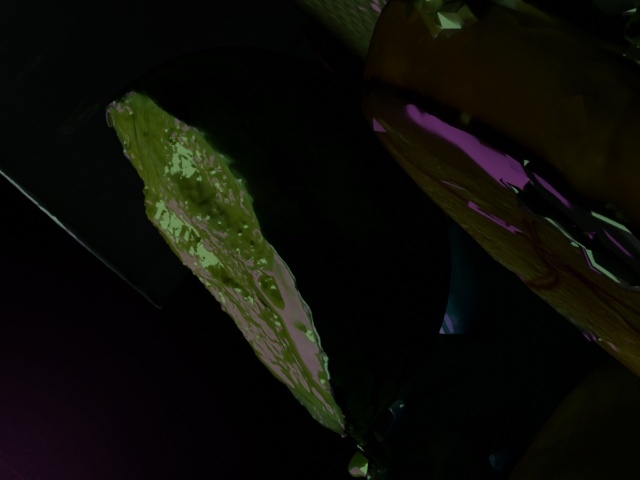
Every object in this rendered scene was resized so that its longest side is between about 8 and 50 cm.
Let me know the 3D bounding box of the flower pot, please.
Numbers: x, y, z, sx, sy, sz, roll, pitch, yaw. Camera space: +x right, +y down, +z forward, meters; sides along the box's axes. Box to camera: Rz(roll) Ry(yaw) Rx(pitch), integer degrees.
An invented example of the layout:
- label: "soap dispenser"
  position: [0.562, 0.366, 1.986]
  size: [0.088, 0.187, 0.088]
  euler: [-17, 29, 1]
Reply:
- label: "flower pot"
  position: [-0.126, -0.124, 1.303]
  size: [0.265, 0.243, 0.265]
  euler: [43, 175, 5]

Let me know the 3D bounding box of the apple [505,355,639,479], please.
- label: "apple"
  position: [0.216, 0.179, 0.937]
  size: [0.301, 0.301, 0.301]
  euler: [42, 176, 3]

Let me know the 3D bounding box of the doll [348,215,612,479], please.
- label: "doll"
  position: [0.119, 0.101, 1.160]
  size: [0.346, 0.341, 0.099]
  euler: [31, 145, -10]

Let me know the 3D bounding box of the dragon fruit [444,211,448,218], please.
- label: "dragon fruit"
  position: [0.065, 0.002, 1.502]
  size: [0.218, 0.148, 0.224]
  euler: [42, 177, -25]

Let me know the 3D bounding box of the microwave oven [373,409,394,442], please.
- label: "microwave oven"
  position: [0.151, 0.107, 1.392]
  size: [0.129, 0.205, 0.163]
  euler: [38, 174, 44]

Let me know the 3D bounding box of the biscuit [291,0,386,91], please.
- label: "biscuit"
  position: [0.042, -0.114, 0.935]
  size: [0.144, 0.078, 0.426]
  euler: [42, 176, 18]

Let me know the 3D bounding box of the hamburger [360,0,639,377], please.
- label: "hamburger"
  position: [0.120, -0.033, 0.558]
  size: [0.243, 0.139, 0.262]
  euler: [38, 176, 27]

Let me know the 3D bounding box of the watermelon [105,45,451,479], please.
- label: "watermelon"
  position: [-0.004, -0.007, 0.986]
  size: [0.232, 0.127, 0.204]
  euler: [52, 165, 13]
